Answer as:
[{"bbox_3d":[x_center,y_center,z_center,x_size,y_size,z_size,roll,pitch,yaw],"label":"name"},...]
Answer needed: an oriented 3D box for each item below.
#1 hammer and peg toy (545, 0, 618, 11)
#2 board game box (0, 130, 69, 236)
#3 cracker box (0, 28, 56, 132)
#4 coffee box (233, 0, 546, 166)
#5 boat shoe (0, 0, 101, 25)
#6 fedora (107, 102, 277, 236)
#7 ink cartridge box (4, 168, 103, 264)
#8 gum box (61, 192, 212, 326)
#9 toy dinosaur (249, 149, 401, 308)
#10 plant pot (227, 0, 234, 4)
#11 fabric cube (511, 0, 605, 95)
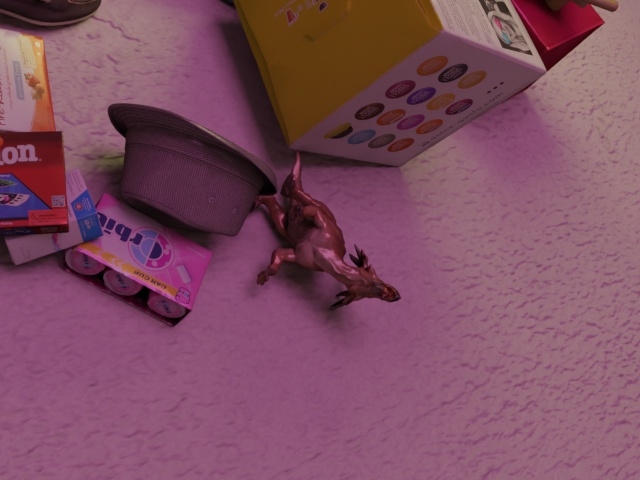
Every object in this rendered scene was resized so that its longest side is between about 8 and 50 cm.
[{"bbox_3d":[0.419,-0.548,1.812,0.266,0.127,0.361,26,51,-23],"label":"hammer and peg toy"},{"bbox_3d":[-0.466,-0.070,1.205,0.281,0.027,0.145,-4,62,-14],"label":"board game box"},{"bbox_3d":[-0.480,-0.213,1.283,0.232,0.067,0.155,1,73,-47],"label":"cracker box"},{"bbox_3d":[0.107,-0.362,1.624,0.334,0.338,0.338,4,60,-51],"label":"coffee box"},{"bbox_3d":[-0.455,-0.396,1.418,0.335,0.095,0.112,-6,61,-47],"label":"boat shoe"},{"bbox_3d":[-0.195,-0.081,1.368,0.275,0.244,0.124,32,73,-53],"label":"fedora"},{"bbox_3d":[-0.362,-0.032,1.263,0.122,0.052,0.088,-21,56,-14],"label":"ink cartridge box"},{"bbox_3d":[-0.258,0.025,1.339,0.188,0.062,0.107,30,48,-17],"label":"gum box"},{"bbox_3d":[0.000,0.000,1.515,0.200,0.127,0.295,24,33,-36],"label":"toy dinosaur"},{"bbox_3d":[-0.177,-0.556,1.708,0.234,0.166,0.165,45,45,-15],"label":"plant pot"},{"bbox_3d":[0.373,-0.451,1.978,0.259,0.254,0.258,-30,81,-43],"label":"fabric cube"}]
